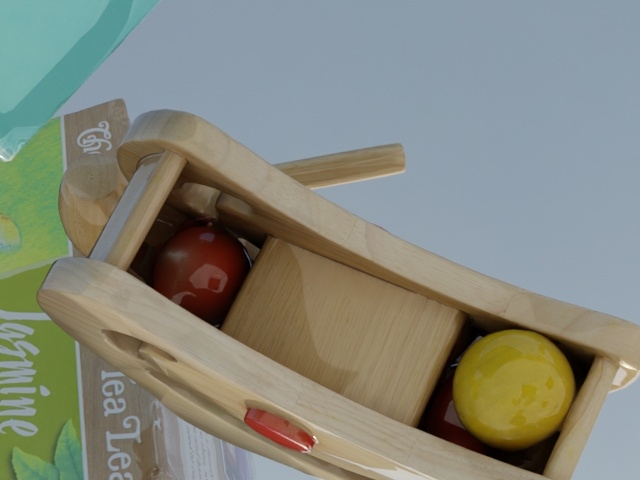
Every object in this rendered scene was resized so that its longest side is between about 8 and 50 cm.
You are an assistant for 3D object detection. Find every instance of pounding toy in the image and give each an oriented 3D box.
[{"bbox_3d":[0.000,0.000,0.646,0.155,0.269,0.154,-63,-23,-17],"label":"pounding toy"}]

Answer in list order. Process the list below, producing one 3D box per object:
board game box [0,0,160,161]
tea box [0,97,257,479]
[{"bbox_3d":[-0.070,-0.219,0.565,0.336,0.254,0.079,-48,-42,-6],"label":"board game box"},{"bbox_3d":[-0.206,0.142,0.908,0.323,0.329,0.220,-18,-48,3],"label":"tea box"}]
